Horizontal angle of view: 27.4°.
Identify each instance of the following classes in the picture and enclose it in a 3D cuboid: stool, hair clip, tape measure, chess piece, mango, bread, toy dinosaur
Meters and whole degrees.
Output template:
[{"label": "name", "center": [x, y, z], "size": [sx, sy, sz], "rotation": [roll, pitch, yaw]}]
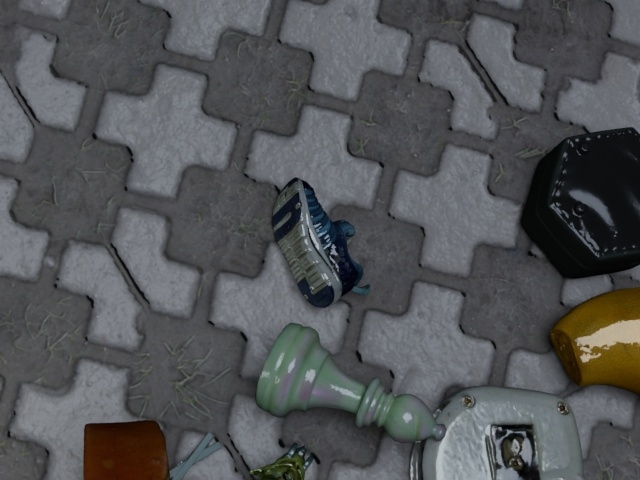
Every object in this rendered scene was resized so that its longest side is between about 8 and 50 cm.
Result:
[{"label": "stool", "center": [0.439, -0.057, 2.048], "size": [0.232, 0.141, 0.232], "rotation": [2, 76, -10]}, {"label": "hair clip", "center": [-0.194, 0.323, 1.894], "size": [0.115, 0.039, 0.030], "rotation": [-39, 95, -28]}, {"label": "tape measure", "center": [0.257, 0.345, 1.921], "size": [0.258, 0.130, 0.265], "rotation": [-5, 77, -10]}, {"label": "chess piece", "center": [0.052, 0.227, 1.880], "size": [0.271, 0.139, 0.139], "rotation": [22, 73, 8]}, {"label": "mango", "center": [0.528, 0.161, 2.012], "size": [0.359, 0.144, 0.187], "rotation": [14, 71, -4]}, {"label": "bread", "center": [-0.257, 0.396, 1.718], "size": [0.114, 0.295, 0.328], "rotation": [1, 101, -10]}, {"label": "toy dinosaur", "center": [-0.076, 0.371, 1.803], "size": [0.094, 0.259, 0.153], "rotation": [34, 100, 1]}]

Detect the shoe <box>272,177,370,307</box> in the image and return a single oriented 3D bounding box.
[{"label": "shoe", "center": [0.000, 0.000, 1.987], "size": [0.106, 0.091, 0.207], "rotation": [-16, 74, -37]}]
